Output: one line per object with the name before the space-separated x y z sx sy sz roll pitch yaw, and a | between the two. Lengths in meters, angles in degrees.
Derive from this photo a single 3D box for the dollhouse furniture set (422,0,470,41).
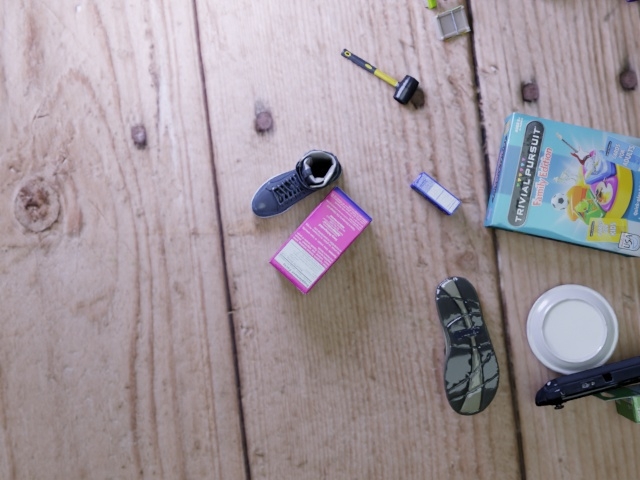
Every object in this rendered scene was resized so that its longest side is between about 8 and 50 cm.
dollhouse furniture set | 0.275 -0.530 1.673 0.076 0.058 0.152 -23 108 -7

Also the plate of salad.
plate of salad | 0.557 0.198 1.648 0.199 0.048 0.200 0 85 4

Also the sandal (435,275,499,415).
sandal | 0.322 0.231 1.639 0.120 0.086 0.303 -6 75 6

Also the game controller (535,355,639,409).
game controller | 0.620 0.303 1.588 0.319 0.166 0.067 -15 67 1

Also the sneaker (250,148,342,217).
sneaker | -0.058 -0.122 1.604 0.226 0.163 0.086 -30 91 2

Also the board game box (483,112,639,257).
board game box | 0.555 -0.120 1.637 0.335 0.079 0.254 12 89 1

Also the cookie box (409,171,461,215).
cookie box | 0.253 -0.102 1.634 0.107 0.092 0.040 39 93 0

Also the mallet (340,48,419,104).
mallet | 0.135 -0.384 1.669 0.189 0.039 0.062 40 91 5

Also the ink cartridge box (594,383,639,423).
ink cartridge box | 0.708 0.351 1.614 0.209 0.109 0.062 -10 88 1

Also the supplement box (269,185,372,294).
supplement box | 0.000 0.000 1.626 0.114 0.111 0.220 43 91 0
